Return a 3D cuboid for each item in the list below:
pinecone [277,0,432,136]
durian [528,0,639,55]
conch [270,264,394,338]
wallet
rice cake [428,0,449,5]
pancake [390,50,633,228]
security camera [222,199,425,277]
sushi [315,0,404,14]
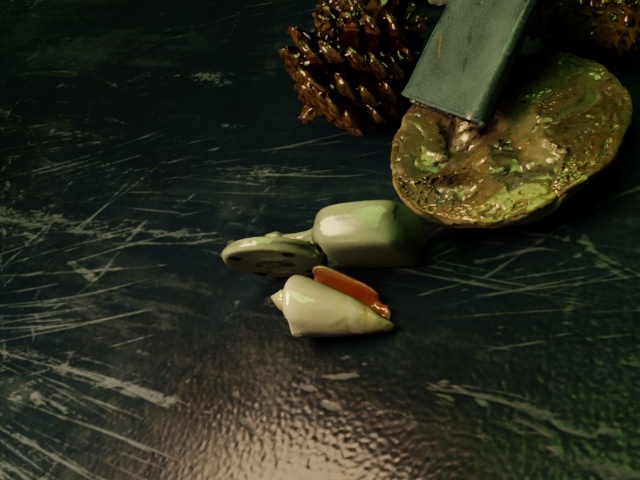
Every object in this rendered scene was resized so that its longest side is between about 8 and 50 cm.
[{"bbox_3d":[0.062,-0.294,1.498,0.257,0.243,0.243,-36,40,-24],"label":"pinecone"},{"bbox_3d":[0.437,-0.407,1.362,0.293,0.258,0.258,-2,50,36],"label":"durian"},{"bbox_3d":[0.016,0.088,1.260,0.176,0.094,0.104,-5,14,22],"label":"conch"},{"bbox_3d":[0.262,-0.363,1.335,0.191,0.046,0.379,33,101,53],"label":"wallet"},{"bbox_3d":[0.285,-0.495,1.660,0.206,0.069,0.063,-8,46,22],"label":"rice cake"},{"bbox_3d":[0.279,-0.153,1.331,0.387,0.082,0.387,-19,39,16],"label":"pancake"},{"bbox_3d":[0.000,0.000,1.300,0.301,0.157,0.080,-7,71,22],"label":"security camera"},{"bbox_3d":[0.090,-0.521,1.698,0.204,0.213,0.200,-29,60,-22],"label":"sushi"}]
